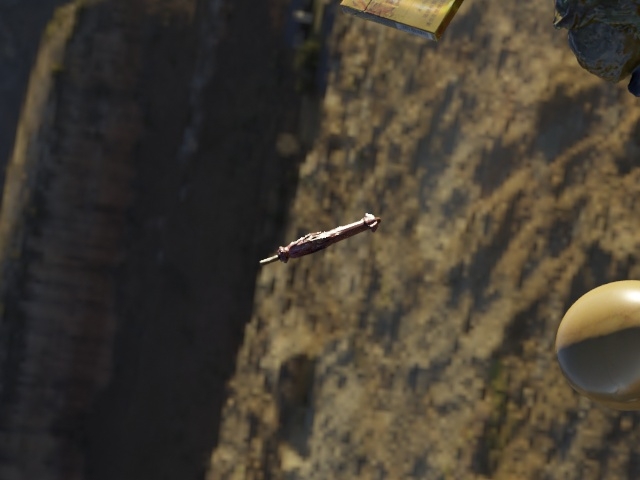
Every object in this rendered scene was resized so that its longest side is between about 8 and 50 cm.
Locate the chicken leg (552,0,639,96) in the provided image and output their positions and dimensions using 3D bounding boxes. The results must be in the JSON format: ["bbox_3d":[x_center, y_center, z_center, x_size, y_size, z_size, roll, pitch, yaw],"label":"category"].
[{"bbox_3d":[0.432,-0.397,2.154,0.140,0.211,0.361,-42,-33,-40],"label":"chicken leg"}]

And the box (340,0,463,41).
[{"bbox_3d":[0.113,-0.330,2.056,0.089,0.156,0.022,-55,-31,-19],"label":"box"}]

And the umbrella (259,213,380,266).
[{"bbox_3d":[0.000,0.000,1.904,0.027,0.165,0.025,-158,49,-75],"label":"umbrella"}]

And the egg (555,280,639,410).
[{"bbox_3d":[0.479,0.157,2.294,0.244,0.201,0.201,145,132,-59],"label":"egg"}]
